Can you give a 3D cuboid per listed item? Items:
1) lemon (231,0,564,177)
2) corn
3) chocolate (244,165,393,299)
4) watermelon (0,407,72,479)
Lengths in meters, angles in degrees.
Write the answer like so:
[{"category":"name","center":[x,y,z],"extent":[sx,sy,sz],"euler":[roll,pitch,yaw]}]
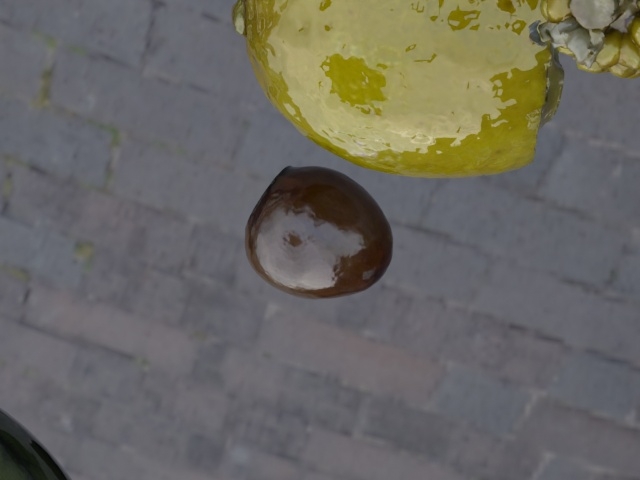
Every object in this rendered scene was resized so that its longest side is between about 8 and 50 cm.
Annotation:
[{"category":"lemon","center":[0.082,-0.236,1.792],"extent":[0.364,0.364,0.364],"euler":[10,141,8]},{"category":"corn","center":[0.228,-0.174,0.976],"extent":[0.102,0.313,0.102],"euler":[19,123,32]},{"category":"chocolate","center":[0.000,0.000,2.008],"extent":[0.176,0.177,0.177],"euler":[10,141,8]},{"category":"watermelon","center":[-0.338,0.256,1.439],"extent":[0.359,0.279,0.279],"euler":[47,141,8]}]
